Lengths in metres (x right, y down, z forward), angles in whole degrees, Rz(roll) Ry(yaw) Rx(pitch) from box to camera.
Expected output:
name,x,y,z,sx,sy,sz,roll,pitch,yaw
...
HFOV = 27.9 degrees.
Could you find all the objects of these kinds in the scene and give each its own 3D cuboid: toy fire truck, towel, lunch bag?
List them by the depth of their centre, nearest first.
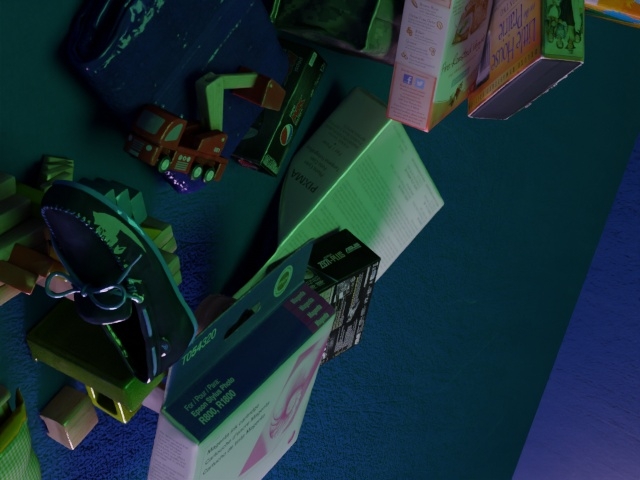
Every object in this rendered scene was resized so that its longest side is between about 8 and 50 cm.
name,x,y,z,sx,sy,sz,roll,pitch,yaw
toy fire truck,-0.125,-0.135,1.421,0.192,0.047,0.135,11,105,-61
towel,-0.155,-0.208,1.439,0.227,0.076,0.308,-55,152,-12
lunch bag,0.080,-0.376,1.647,0.235,0.169,0.287,3,104,-67

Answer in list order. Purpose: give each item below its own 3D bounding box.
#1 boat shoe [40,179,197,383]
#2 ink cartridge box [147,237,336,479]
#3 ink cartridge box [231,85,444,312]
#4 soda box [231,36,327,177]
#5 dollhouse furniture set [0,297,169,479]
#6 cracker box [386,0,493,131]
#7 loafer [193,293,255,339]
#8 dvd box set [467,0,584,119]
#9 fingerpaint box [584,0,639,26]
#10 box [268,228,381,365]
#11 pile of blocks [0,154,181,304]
name,x,y,z,sx,sy,sz,roll,pitch,yaw
boat shoe,-0.197,0.050,1.268,0.089,0.109,0.258,-57,135,-27
ink cartridge box,-0.095,0.204,1.583,0.324,0.071,0.330,-41,154,-50
ink cartridge box,0.000,0.000,1.908,0.385,0.091,0.308,-47,151,-5
soda box,-0.056,-0.171,1.657,0.169,0.060,0.053,-66,155,-8
dollhouse furniture set,-0.286,0.234,1.412,0.301,0.151,0.197,-49,148,-34
cracker box,0.158,-0.272,1.612,0.156,0.067,0.232,-42,147,-50
loafer,-0.130,0.154,1.718,0.102,0.092,0.268,-57,154,-25
dvd box set,0.260,-0.392,1.652,0.307,0.062,0.420,138,-45,-77
fingerpaint box,0.461,-0.575,1.997,0.163,0.371,0.445,4,105,-63
box,-0.005,0.093,1.832,0.147,0.077,0.180,-28,145,-34
pile of blocks,-0.239,-0.003,1.373,0.362,0.112,0.149,-4,112,-62
